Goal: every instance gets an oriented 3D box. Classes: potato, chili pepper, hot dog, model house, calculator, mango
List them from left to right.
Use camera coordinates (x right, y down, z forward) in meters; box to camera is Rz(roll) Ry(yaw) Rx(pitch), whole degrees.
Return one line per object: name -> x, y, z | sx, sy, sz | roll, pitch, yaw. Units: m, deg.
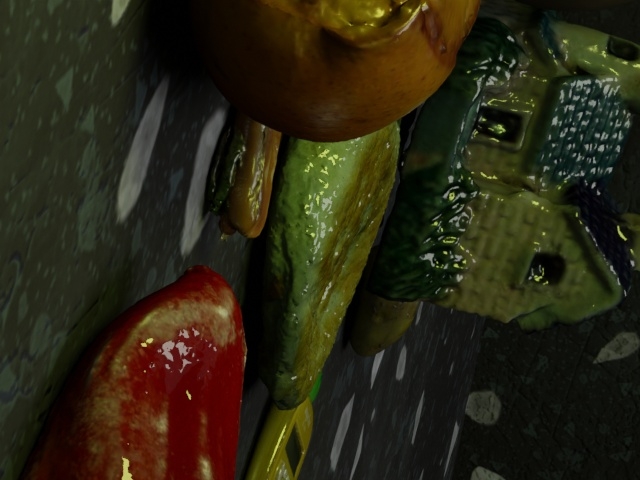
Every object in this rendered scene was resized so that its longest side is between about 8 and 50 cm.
chili pepper -> -0.110, 0.121, 1.187 | 0.136, 0.144, 0.252 | 124, -22, -60
hot dog -> -0.055, -0.062, 1.422 | 0.056, 0.041, 0.133 | 71, 27, -73
calculator -> -0.044, 0.221, 1.875 | 0.146, 0.032, 0.234 | 80, 27, -67
mango -> 0.014, -0.168, 1.263 | 0.350, 0.199, 0.201 | -22, 91, -85
potato -> 0.074, 0.068, 2.194 | 0.091, 0.070, 0.138 | -57, 159, -58
model house -> 0.218, -0.072, 1.943 | 0.243, 0.284, 0.298 | -78, -176, -67

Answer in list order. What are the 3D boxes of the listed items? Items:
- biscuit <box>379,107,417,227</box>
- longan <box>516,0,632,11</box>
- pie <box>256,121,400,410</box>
biscuit -> 0.069, -0.106, 1.940 | 0.322, 0.038, 0.099 | 98, 8, -70
longan -> 0.210, -0.366, 1.575 | 0.361, 0.361, 0.361 | 14, 90, -80
pie -> 0.000, 0.000, 1.717 | 0.323, 0.071, 0.323 | 16, 90, -80
